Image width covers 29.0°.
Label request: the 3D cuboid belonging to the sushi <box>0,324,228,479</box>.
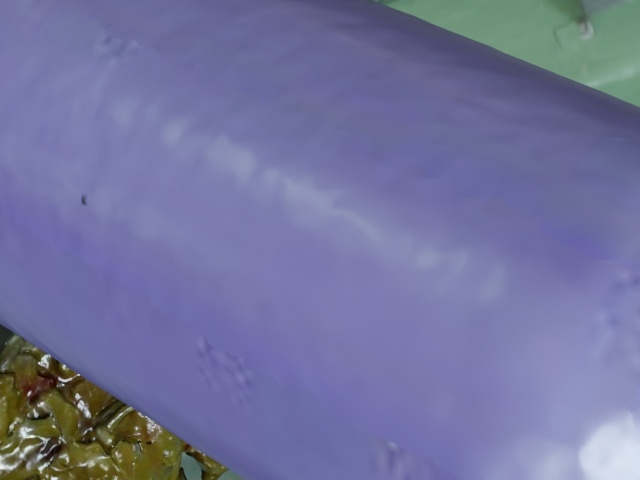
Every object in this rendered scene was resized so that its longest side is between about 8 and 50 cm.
[{"bbox_3d":[-0.186,0.127,0.913,0.204,0.213,0.200,8,76,38],"label":"sushi"}]

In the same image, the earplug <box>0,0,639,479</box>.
[{"bbox_3d":[0.000,0.000,0.489,0.456,0.215,0.215,27,76,41],"label":"earplug"}]
